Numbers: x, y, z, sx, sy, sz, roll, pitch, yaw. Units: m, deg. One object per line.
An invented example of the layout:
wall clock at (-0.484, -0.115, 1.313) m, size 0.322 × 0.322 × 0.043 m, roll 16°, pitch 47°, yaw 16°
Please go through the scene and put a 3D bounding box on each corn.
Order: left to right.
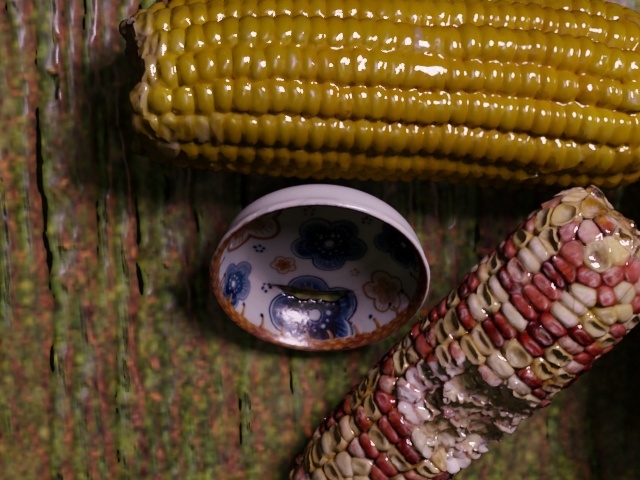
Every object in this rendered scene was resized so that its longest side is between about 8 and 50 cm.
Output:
corn at (0.048, -0.096, 0.806) m, size 0.344 × 0.131 × 0.131 m, roll 1°, pitch 98°, yaw -6°
corn at (0.093, 0.084, 0.822) m, size 0.098 × 0.098 × 0.290 m, roll 42°, pitch 110°, yaw -10°

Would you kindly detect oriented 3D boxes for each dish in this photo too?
dish at (0.000, 0.000, 0.847) m, size 0.141 × 0.078 × 0.141 m, roll 1°, pitch 135°, yaw 1°
